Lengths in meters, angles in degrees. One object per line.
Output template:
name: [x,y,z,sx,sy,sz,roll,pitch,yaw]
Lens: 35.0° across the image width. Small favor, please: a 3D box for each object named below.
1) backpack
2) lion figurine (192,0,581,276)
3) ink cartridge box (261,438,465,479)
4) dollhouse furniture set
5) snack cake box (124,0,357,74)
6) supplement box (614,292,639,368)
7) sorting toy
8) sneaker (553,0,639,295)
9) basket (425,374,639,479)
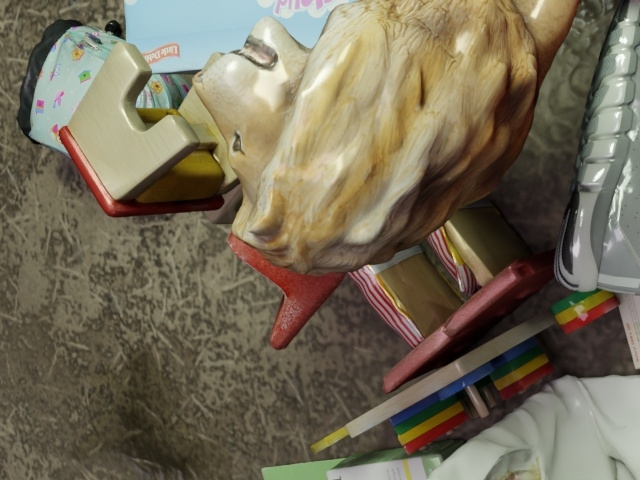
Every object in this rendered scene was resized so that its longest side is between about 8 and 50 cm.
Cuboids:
backpack: [-0.207,-0.126,0.991,0.182,0.115,0.152,26,109,26]
lion figurine: [0.081,-0.097,0.605,0.142,0.392,0.240,29,101,18]
ink cartridge box: [0.042,0.280,0.918,0.235,0.056,0.171,-17,88,34]
dollhouse furniture set: [0.000,0.000,0.710,0.152,0.374,0.201,-46,70,28]
snack cake box: [-0.014,-0.185,0.823,0.264,0.152,0.089,2,98,35]
supplement box: [0.270,0.053,0.731,0.098,0.036,0.062,-15,88,36]
sorting toy: [0.103,0.120,0.782,0.274,0.132,0.046,-39,76,42]
sneaker: [0.250,-0.064,0.708,0.132,0.086,0.228,13,86,9]
basket: [0.256,0.237,0.599,0.331,0.328,0.266,-11,95,35]
